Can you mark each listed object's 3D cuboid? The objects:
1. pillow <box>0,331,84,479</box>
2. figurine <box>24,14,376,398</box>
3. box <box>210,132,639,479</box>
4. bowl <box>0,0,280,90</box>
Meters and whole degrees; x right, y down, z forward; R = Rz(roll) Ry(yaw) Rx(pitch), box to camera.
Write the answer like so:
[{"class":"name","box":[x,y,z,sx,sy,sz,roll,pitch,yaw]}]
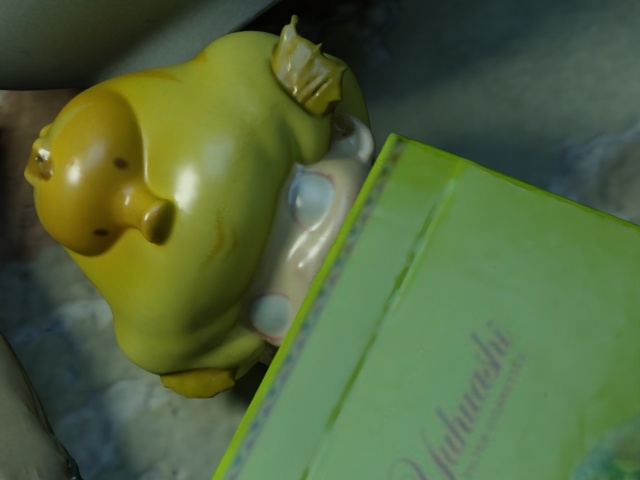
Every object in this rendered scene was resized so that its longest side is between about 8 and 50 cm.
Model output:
[{"class":"pillow","box":[-0.207,0.036,0.808,0.173,0.067,0.270,-20,50,-7]},{"class":"figurine","box":[0.000,0.000,0.756,0.246,0.131,0.156,25,102,14]},{"class":"box","box":[0.136,0.103,0.618,0.335,0.047,0.187,22,67,13]},{"class":"bowl","box":[-0.074,-0.159,0.836,0.345,0.345,0.157,-39,97,-17]}]
